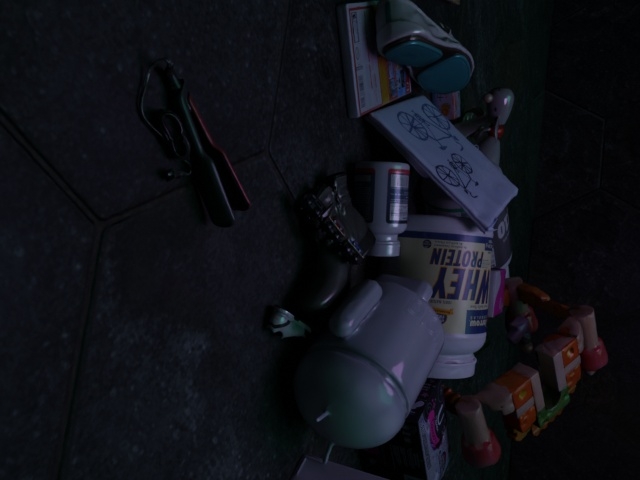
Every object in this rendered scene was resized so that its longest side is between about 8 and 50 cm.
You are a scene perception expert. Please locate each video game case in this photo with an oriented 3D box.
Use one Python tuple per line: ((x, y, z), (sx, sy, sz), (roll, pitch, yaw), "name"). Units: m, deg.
((0.116, -0.377, 1.218), (0.285, 0.025, 0.203), (-37, 125, -53), "video game case")

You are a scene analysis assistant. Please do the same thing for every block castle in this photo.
((0.437, 0.311, 1.449), (0.453, 0.303, 0.212), (-32, 119, -20), "block castle")

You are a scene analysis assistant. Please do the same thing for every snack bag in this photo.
((0.279, -0.178, 1.306), (0.342, 0.037, 0.323), (46, 33, 6), "snack bag")

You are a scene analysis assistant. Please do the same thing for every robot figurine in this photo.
((0.085, 0.208, 1.045), (0.353, 0.200, 0.299), (-51, 133, -39), "robot figurine")

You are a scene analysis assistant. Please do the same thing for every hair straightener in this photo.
((-0.156, -0.109, 0.738), (0.089, 0.047, 0.230), (-56, 139, -43), "hair straightener")

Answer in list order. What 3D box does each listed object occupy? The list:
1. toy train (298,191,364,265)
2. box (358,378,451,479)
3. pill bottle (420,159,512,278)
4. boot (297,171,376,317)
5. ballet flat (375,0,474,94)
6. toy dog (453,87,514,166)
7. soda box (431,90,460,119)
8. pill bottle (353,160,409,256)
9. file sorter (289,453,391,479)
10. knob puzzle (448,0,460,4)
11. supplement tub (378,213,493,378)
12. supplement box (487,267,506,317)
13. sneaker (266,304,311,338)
((0.020, -0.019, 0.986), (0.158, 0.027, 0.036), (50, 40, -22), "toy train")
((0.179, 0.408, 1.291), (0.142, 0.164, 0.247), (-48, 134, -46), "box")
((0.390, -0.020, 1.575), (0.204, 0.204, 0.361), (-59, 142, -39), "pill bottle")
((0.000, 0.000, 1.030), (0.161, 0.084, 0.246), (61, 42, -27), "boot")
((0.226, -0.417, 1.273), (0.400, 0.139, 0.139), (0, 94, -60), "ballet flat")
((0.424, -0.252, 1.659), (0.161, 0.220, 0.333), (5, 81, -30), "toy dog")
((0.321, -0.403, 1.544), (0.058, 0.063, 0.183), (-34, 123, -55), "soda box")
((0.117, -0.062, 1.176), (0.108, 0.108, 0.180), (-5, 98, -61), "pill bottle")
((0.068, 0.520, 0.999), (0.192, 0.278, 0.173), (-54, 142, -43), "file sorter")
((0.317, -0.712, 1.530), (0.213, 0.030, 0.213), (-14, 106, -59), "knob puzzle")
((0.239, 0.112, 1.286), (0.235, 0.236, 0.324), (4, 90, -61), "supplement tub")
((0.323, 0.112, 1.453), (0.111, 0.220, 0.113), (1, 93, -61), "supplement box")
((-0.053, 0.140, 0.977), (0.043, 0.040, 0.109), (-61, 142, -10), "sneaker")
